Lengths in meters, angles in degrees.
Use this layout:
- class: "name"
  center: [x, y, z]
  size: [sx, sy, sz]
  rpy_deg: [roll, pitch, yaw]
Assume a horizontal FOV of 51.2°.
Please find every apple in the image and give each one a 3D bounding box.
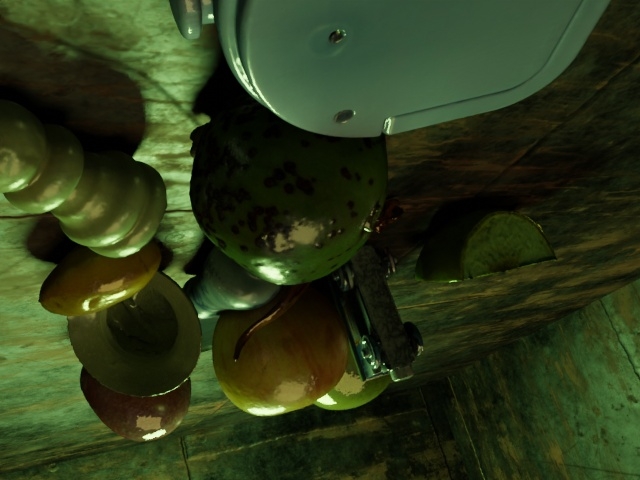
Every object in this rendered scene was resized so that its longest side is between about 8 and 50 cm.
- class: "apple"
  center: [-0.082, 0.207, 1.328]
  size: [0.286, 0.233, 0.286]
  rpy_deg: [-22, -173, 3]
- class: "apple"
  center: [0.045, 0.251, 1.584]
  size: [0.292, 0.291, 0.254]
  rpy_deg: [10, 135, -49]

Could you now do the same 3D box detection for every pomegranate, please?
- class: "pomegranate"
  center: [-0.043, -0.080, 0.794]
  size: [0.254, 0.271, 0.254]
  rpy_deg: [-36, 141, -36]

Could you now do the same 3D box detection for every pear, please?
- class: "pear"
  center: [0.316, 0.015, 1.429]
  size: [0.288, 0.139, 0.239]
  rpy_deg: [-9, 173, -30]

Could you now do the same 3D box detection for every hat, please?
- class: "hat"
  center: [-0.315, 0.142, 1.215]
  size: [0.257, 0.257, 0.130]
  rpy_deg: [-23, -170, 15]

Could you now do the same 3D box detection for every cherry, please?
- class: "cherry"
  center: [-0.403, 0.333, 1.513]
  size: [0.212, 0.236, 0.285]
  rpy_deg: [-51, 123, -10]

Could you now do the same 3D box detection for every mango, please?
- class: "mango"
  center: [-0.355, 0.055, 1.048]
  size: [0.227, 0.109, 0.147]
  rpy_deg: [-25, -179, 19]

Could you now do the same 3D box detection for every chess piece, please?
- class: "chess piece"
  center: [-0.302, -0.073, 0.762]
  size: [0.133, 0.133, 0.243]
  rpy_deg: [-25, 153, 18]

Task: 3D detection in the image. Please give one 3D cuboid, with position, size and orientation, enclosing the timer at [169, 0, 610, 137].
- class: "timer"
  center: [0.061, -0.244, 0.537]
  size: [0.395, 0.173, 0.395]
  rpy_deg: [-15, 160, -6]

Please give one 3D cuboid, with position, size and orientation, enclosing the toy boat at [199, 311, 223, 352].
- class: "toy boat"
  center: [-0.266, 0.193, 1.506]
  size: [0.215, 0.088, 0.102]
  rpy_deg: [-16, -167, -4]

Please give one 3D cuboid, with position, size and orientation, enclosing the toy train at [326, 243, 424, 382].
- class: "toy train"
  center: [0.101, 0.144, 1.355]
  size: [0.131, 0.299, 0.202]
  rpy_deg: [-15, 166, -12]

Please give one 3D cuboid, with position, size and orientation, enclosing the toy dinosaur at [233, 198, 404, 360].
- class: "toy dinosaur"
  center: [0.000, 0.000, 1.107]
  size: [0.432, 0.097, 0.208]
  rpy_deg: [-34, 148, -32]

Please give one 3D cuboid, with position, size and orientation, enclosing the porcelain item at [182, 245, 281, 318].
- class: "porcelain item"
  center: [-0.160, 0.069, 1.202]
  size: [0.141, 0.141, 0.259]
  rpy_deg: [1, 161, -38]
